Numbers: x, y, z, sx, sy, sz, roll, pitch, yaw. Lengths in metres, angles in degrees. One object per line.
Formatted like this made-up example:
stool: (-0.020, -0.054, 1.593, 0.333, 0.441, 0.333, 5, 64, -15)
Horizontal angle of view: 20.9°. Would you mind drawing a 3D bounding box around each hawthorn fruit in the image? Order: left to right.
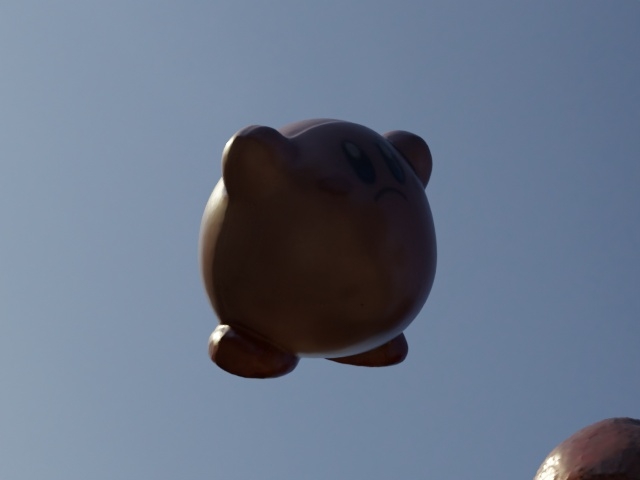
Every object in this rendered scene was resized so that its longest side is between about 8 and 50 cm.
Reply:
hawthorn fruit: (0.229, 0.230, 1.290, 0.189, 0.189, 0.189, 29, -37, 25)

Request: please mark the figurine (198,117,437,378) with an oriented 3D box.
figurine: (0.000, 0.000, 1.182, 0.173, 0.173, 0.173, 29, -37, 25)
